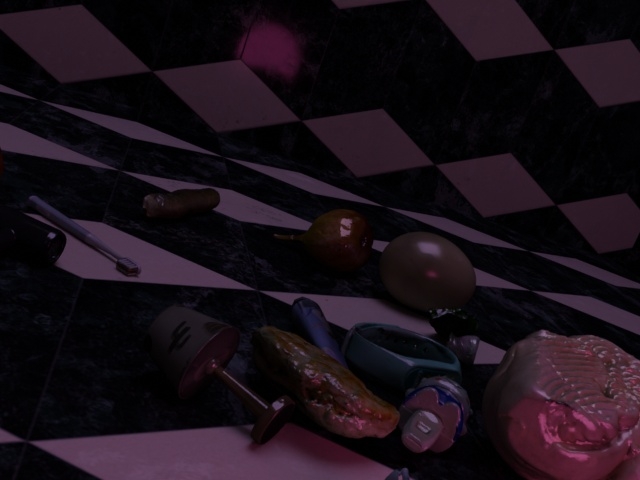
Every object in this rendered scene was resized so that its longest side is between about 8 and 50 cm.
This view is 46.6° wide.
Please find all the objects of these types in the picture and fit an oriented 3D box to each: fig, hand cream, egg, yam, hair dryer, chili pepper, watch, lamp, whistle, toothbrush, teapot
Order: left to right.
[{"bbox_3d":[-0.529,0.019,1.196,0.128,0.070,0.255,22,21,6],"label":"hair dryer"},{"bbox_3d":[-0.467,-0.012,1.448,0.342,0.025,0.030,29,19,31],"label":"toothbrush"},{"bbox_3d":[-0.339,-0.093,1.842,0.071,0.067,0.317,11,10,17],"label":"yam"},{"bbox_3d":[-0.136,0.177,1.000,0.215,0.121,0.121,36,19,21],"label":"lamp"},{"bbox_3d":[0.000,0.000,1.864,0.257,0.159,0.159,5,7,23],"label":"fig"},{"bbox_3d":[0.000,0.174,1.313,0.091,0.058,0.271,55,-1,-25],"label":"hand cream"},{"bbox_3d":[0.149,0.211,1.358,0.237,0.068,0.195,11,15,-34],"label":"watch"},{"bbox_3d":[0.255,0.078,1.762,0.242,0.186,0.186,23,13,-9],"label":"egg"},{"bbox_3d":[0.175,0.264,1.138,0.110,0.092,0.244,36,17,16],"label":"whistle"},{"bbox_3d":[0.284,0.179,1.593,0.098,0.060,0.224,-5,-11,21],"label":"chili pepper"},{"bbox_3d":[0.292,0.224,1.540,0.064,0.064,0.083,16,-20,13],"label":"teapot"}]

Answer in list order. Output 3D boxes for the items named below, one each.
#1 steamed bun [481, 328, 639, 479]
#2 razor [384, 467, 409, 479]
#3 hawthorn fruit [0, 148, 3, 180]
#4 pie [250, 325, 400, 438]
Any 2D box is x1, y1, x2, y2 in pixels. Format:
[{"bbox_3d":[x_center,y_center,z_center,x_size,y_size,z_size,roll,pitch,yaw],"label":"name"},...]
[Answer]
[{"bbox_3d":[0.393,0.281,1.160,0.320,0.206,0.275,17,29,-13],"label":"steamed bun"},{"bbox_3d":[0.178,0.362,0.873,0.232,0.068,0.106,26,15,-4],"label":"razor"},{"bbox_3d":[-0.666,-0.128,1.308,0.181,0.181,0.235,18,15,-9],"label":"hawthorn fruit"},{"bbox_3d":[-0.009,0.205,1.068,0.201,0.090,0.248,35,-4,-40],"label":"pie"}]
